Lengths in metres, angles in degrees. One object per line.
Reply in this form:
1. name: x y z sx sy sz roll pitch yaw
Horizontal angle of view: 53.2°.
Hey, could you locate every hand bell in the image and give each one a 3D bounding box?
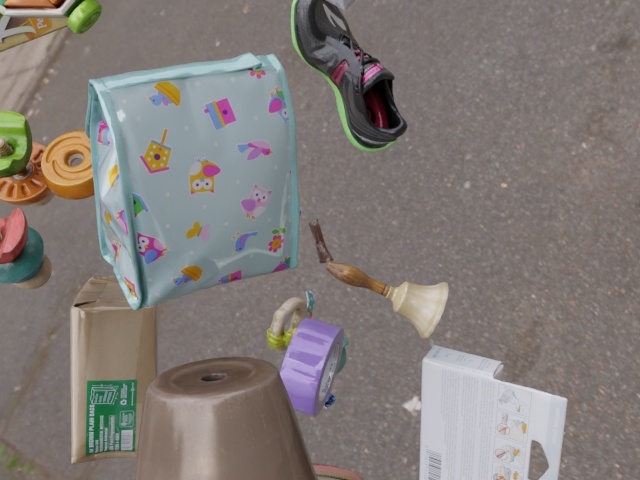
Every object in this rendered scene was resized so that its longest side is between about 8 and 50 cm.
1. hand bell: 0.125 0.098 1.305 0.126 0.242 0.126 -157 90 -87

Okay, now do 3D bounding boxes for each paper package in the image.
1. paper package: -0.432 0.260 1.364 0.309 0.168 0.324 -156 68 -75

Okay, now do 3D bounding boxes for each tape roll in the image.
1. tape roll: -0.018 0.257 1.305 0.080 0.189 0.188 15 70 13

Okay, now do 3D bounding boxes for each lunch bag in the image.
1. lunch bag: -0.145 -0.080 0.743 0.160 0.224 0.262 42 139 46

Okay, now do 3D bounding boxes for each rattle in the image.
1. rattle: -0.019 0.189 1.426 0.143 0.200 0.130 4 96 29

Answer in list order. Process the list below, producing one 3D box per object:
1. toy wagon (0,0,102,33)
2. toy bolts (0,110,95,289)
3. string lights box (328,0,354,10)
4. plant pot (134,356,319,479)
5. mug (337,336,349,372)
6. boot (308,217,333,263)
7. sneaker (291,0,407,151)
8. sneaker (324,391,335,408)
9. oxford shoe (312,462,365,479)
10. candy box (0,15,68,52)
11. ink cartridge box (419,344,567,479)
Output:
1. toy wagon: -0.410 -0.414 0.881 0.344 0.267 0.068 -46 12 6
2. toy bolts: -0.391 -0.040 0.909 0.219 0.158 0.228 6 64 5
3. string lights box: 0.001 -0.551 1.138 0.133 0.259 0.076 38 77 22
4. plant pot: -0.109 0.264 0.733 0.263 0.263 0.229 2 99 45
5. mug: 0.018 0.321 1.777 0.158 0.097 0.129 0 99 32
6. boot: 0.000 0.000 1.720 0.037 0.114 0.106 -15 13 -15
7. sneaker: 0.096 -0.470 1.731 0.185 0.482 0.202 -45 23 -27
8. sneaker: 0.005 0.388 1.558 0.058 0.135 0.052 26 71 13
9. oxford shoe: 0.026 0.537 1.273 0.141 0.397 0.146 -19 50 44
10. candy box: -0.599 -0.447 1.171 0.088 0.182 0.316 1 33 35
11. ink cartridge box: 0.290 0.335 1.093 0.239 0.060 0.274 10 114 29
